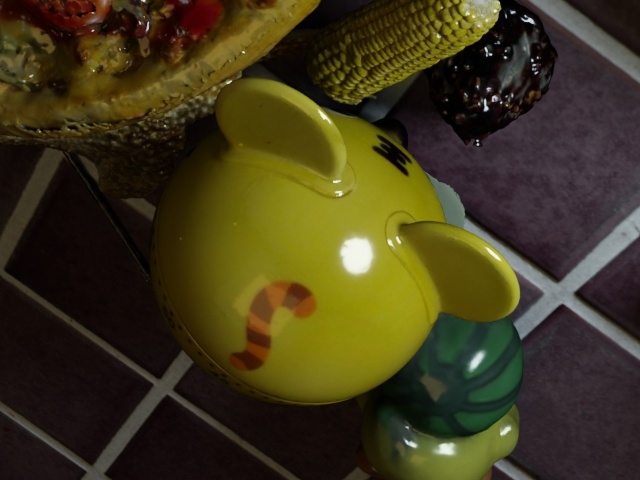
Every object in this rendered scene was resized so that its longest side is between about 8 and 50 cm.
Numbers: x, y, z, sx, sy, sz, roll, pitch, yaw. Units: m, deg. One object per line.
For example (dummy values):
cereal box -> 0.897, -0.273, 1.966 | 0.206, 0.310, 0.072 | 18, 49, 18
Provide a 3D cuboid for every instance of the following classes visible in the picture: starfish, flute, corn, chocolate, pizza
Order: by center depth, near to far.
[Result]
pizza -> -0.235, -0.317, 1.341 | 0.440, 0.130, 0.406 | -20, 94, 24
corn -> 0.079, -0.210, 1.375 | 0.091, 0.091, 0.260 | 6, 166, -36
chocolate -> 0.163, -0.165, 1.396 | 0.156, 0.133, 0.156 | 13, 130, 16
starfish -> -0.238, -0.176, 1.568 | 0.384, 0.132, 0.398 | 24, 142, -13
flute -> -0.295, -0.045, 1.822 | 0.014, 0.014, 0.269 | -12, 121, 35

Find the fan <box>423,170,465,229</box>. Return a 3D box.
fan -> 0.062, 0.013, 1.679 | 0.182, 0.010, 0.310 | 34, 133, 0

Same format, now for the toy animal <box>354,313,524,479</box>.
toy animal -> 0.145, 0.212, 1.677 | 0.216, 0.191, 0.338 | 19, 133, 11

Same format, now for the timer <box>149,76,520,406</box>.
timer -> 0.000, 0.000, 1.459 | 0.376, 0.376, 0.387 | 40, 145, -7
